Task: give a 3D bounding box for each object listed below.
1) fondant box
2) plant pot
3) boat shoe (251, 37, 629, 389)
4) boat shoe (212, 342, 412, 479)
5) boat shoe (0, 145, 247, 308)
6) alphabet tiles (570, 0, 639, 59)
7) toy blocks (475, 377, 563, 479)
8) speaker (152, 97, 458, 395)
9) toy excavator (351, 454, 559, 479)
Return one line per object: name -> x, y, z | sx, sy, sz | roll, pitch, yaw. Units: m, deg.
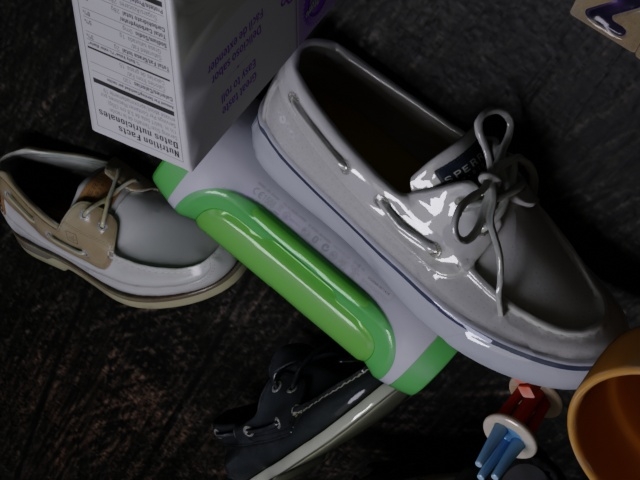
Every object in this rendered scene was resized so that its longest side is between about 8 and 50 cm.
fondant box -> -0.075, -0.248, 1.261 | 0.096, 0.238, 0.330 | 24, 144, 19
plant pot -> 0.317, 0.108, 1.353 | 0.205, 0.188, 0.205 | 25, 144, 20
boat shoe -> 0.110, -0.039, 1.445 | 0.367, 0.136, 0.156 | 42, 144, 13
boat shoe -> -0.014, 0.158, 1.792 | 0.113, 0.127, 0.340 | 60, 150, 9
boat shoe -> -0.205, -0.018, 1.766 | 0.302, 0.113, 0.103 | 12, 143, 36
alphabet tiles -> 0.287, -0.211, 1.168 | 0.285, 0.011, 0.342 | 34, 146, 9
toy blocks -> 0.177, 0.126, 1.541 | 0.054, 0.148, 0.123 | 25, 144, 19
speaker -> 0.000, 0.000, 1.582 | 0.296, 0.131, 0.131 | 40, 146, -2
toy excavator -> 0.160, 0.430, 1.780 | 0.222, 0.433, 0.445 | -12, 86, 49
